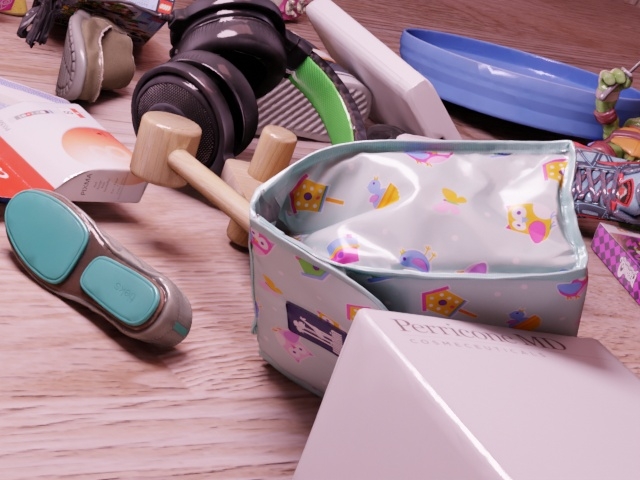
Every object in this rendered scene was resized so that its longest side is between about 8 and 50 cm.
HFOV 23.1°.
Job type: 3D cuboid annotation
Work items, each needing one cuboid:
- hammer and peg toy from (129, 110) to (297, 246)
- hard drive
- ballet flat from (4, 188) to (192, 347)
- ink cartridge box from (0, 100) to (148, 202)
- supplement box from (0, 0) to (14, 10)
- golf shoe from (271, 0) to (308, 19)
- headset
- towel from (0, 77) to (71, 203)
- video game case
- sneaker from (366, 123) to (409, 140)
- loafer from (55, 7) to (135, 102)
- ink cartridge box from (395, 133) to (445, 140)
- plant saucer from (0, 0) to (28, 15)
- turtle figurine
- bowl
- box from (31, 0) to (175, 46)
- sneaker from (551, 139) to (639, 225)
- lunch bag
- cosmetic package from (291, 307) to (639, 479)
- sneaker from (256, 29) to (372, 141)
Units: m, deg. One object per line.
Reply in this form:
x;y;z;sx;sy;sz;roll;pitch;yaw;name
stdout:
0.000;0.000;1.478;0.361;0.127;0.266;11;23;-24;hammer and peg toy
0.096;-0.182;2.007;0.203;0.040;0.307;57;-5;-36;hard drive
-0.191;0.028;1.335;0.213;0.072;0.068;34;-3;34;ballet flat
-0.273;-0.090;1.500;0.179;0.045;0.145;4;28;-47;ink cartridge box
-0.465;-0.400;1.967;0.111;0.114;0.220;-12;61;-36;supplement box
-0.139;-0.408;2.479;0.140;0.115;0.306;18;10;28;golf shoe
-0.135;-0.161;1.706;0.394;0.185;0.243;36;43;-15;headset
-0.353;-0.113;1.578;0.209;0.034;0.285;17;22;-15;towel
0.461;0.060;1.883;0.210;0.042;0.232;12;21;-17;video game case
0.096;-0.085;1.893;0.170;0.051;0.089;45;29;27;sneaker
-0.261;-0.224;1.864;0.087;0.094;0.251;12;20;-9;loafer
0.164;-0.027;1.729;0.139;0.082;0.191;7;32;-33;ink cartridge box
-0.564;-0.426;2.136;0.332;0.081;0.333;13;21;-21;plant saucer
0.454;-0.146;2.139;0.274;0.198;0.266;-16;20;33;turtle figurine
0.306;-0.239;2.411;0.391;0.077;0.391;14;13;-3;bowl
-0.281;-0.306;1.999;0.159;0.044;0.233;14;-5;-14;box
0.367;-0.071;1.963;0.261;0.104;0.125;5;1;-6;sneaker
0.071;0.034;1.249;0.262;0.223;0.160;-2;57;0;lunch bag
0.183;0.227;1.000;0.230;0.161;0.453;8;22;-30;cosmetic package
-0.082;-0.203;1.943;0.321;0.126;0.127;14;23;-50;sneaker
